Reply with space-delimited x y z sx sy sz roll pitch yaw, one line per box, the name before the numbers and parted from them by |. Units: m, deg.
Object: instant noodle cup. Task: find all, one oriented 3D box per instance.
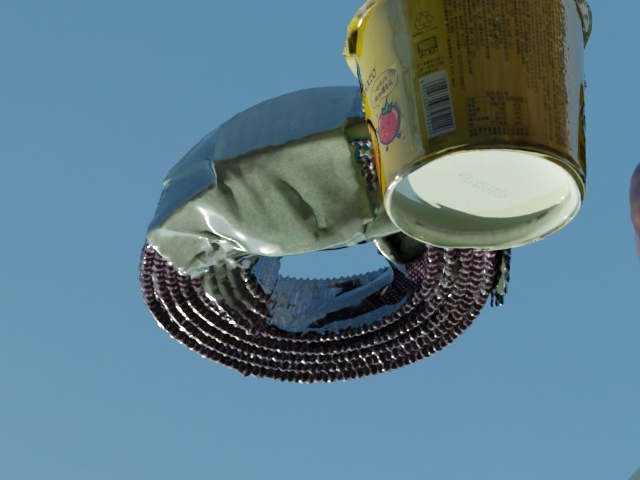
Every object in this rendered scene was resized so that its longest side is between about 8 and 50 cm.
instant noodle cup | 0.109 -0.086 0.985 0.182 0.182 0.144 8 -120 -18

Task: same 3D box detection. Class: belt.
belt | 0.000 0.000 1.215 0.325 0.122 0.260 -13 -56 19

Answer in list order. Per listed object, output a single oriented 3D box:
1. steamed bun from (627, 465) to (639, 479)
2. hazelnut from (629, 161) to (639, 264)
steamed bun | 0.396 0.299 1.315 0.250 0.200 0.155 45 -135 11
hazelnut | 0.516 0.005 1.373 0.353 0.421 0.421 -2 -89 -43
